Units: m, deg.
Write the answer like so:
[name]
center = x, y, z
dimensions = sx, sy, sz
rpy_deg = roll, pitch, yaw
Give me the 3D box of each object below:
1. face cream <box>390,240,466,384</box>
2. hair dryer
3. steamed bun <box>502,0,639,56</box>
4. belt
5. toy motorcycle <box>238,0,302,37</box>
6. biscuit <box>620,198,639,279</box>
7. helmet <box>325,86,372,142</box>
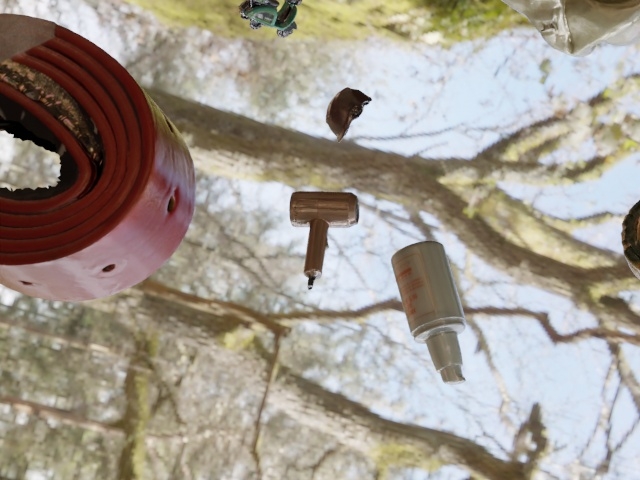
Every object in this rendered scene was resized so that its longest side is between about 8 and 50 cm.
[face cream]
center = 0.199, 0.131, 1.827
dimensions = 0.101, 0.101, 0.252
rpy_deg = -41, -125, 48
[hair dryer]
center = 0.000, 0.000, 1.763
dimensions = 0.064, 0.117, 0.182
rpy_deg = 73, 22, -60
[steamed bun]
center = 0.537, -0.545, 2.032
dimensions = 0.342, 0.367, 0.255
rpy_deg = -48, -175, -21
[belt]
center = -0.271, -0.079, 0.952
dimensions = 0.227, 0.323, 0.115
rpy_deg = -58, 157, -12
[toy motorcycle]
center = -0.099, -0.483, 2.210
dimensions = 0.100, 0.173, 0.058
rpy_deg = -54, -126, 22
[biscuit]
center = 0.595, -0.038, 1.462
dimensions = 0.343, 0.057, 0.287
rpy_deg = -2, -136, 29
[helmet]
center = 0.049, -0.271, 2.211
dimensions = 0.123, 0.070, 0.098
rpy_deg = -52, -179, -28
